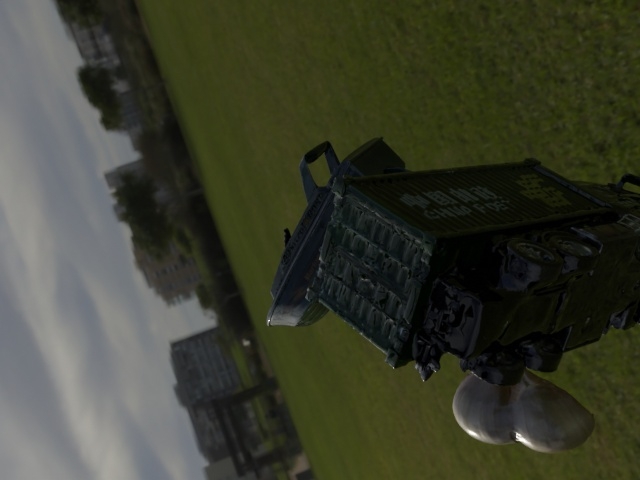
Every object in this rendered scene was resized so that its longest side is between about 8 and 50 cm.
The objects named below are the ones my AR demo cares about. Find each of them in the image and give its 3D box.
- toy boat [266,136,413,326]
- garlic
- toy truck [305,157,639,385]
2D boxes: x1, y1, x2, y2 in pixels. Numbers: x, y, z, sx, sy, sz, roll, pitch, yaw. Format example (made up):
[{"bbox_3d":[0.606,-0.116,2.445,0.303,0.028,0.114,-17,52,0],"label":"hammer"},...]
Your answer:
[{"bbox_3d":[0.000,0.000,0.896,0.103,0.093,0.246,35,122,9],"label":"toy boat"},{"bbox_3d":[0.255,0.207,1.106,0.174,0.124,0.099,7,128,44],"label":"garlic"},{"bbox_3d":[0.130,0.012,0.551,0.121,0.259,0.088,35,120,39],"label":"toy truck"}]
